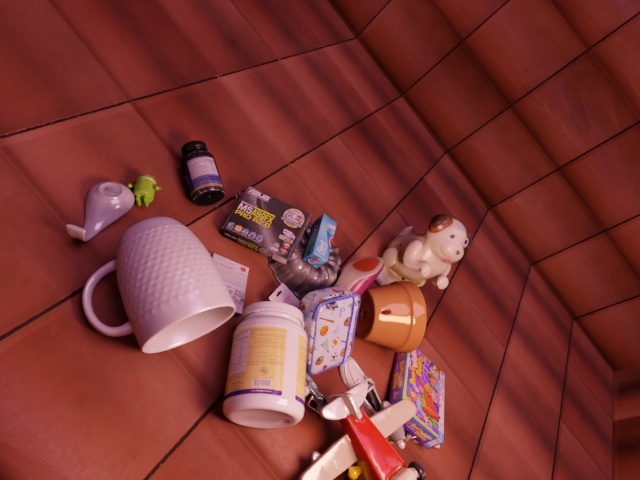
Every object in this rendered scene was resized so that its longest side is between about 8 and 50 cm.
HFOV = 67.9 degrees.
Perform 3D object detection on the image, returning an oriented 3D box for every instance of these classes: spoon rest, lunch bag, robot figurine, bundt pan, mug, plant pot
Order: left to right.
[{"bbox_3d":[-0.666,-0.089,1.430,0.137,0.084,0.276,21,38,-5],"label":"spoon rest"},{"bbox_3d":[-0.582,-0.169,1.572,0.101,0.067,0.115,3,58,-6],"label":"robot figurine"},{"bbox_3d":[-0.476,0.128,1.347,0.373,0.276,0.328,-23,73,-18],"label":"mug"},{"bbox_3d":[-0.044,0.063,1.885,0.330,0.124,0.331,25,48,-31],"label":"bundt pan"},{"bbox_3d":[0.031,0.306,1.674,0.243,0.304,0.115,-5,22,-42],"label":"lunch bag"},{"bbox_3d":[0.261,0.303,1.914,0.203,0.291,0.291,6,58,-22],"label":"plant pot"}]

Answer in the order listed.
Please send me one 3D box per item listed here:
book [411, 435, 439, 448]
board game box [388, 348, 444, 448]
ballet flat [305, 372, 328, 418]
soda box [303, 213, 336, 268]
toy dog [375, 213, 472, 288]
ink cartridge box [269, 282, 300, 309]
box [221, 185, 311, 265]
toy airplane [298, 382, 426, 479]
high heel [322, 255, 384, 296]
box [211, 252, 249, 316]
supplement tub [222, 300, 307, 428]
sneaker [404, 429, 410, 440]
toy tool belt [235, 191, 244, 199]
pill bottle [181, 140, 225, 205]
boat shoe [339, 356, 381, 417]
[{"bbox_3d":[0.421,0.773,1.909,0.144,0.035,0.096,26,51,-28],"label":"book"},{"bbox_3d":[0.393,0.613,1.915,0.233,0.078,0.347,43,32,-13],"label":"board game box"},{"bbox_3d":[-0.030,0.528,1.626,0.188,0.070,0.070,51,40,1],"label":"ballet flat"},{"bbox_3d":[0.000,0.000,1.823,0.071,0.067,0.210,36,44,-20],"label":"soda box"},{"bbox_3d":[0.500,0.057,2.189,0.284,0.408,0.396,39,43,-17],"label":"toy dog"},{"bbox_3d":[-0.119,0.257,1.723,0.181,0.061,0.104,50,41,-6],"label":"ink cartridge box"},{"bbox_3d":[-0.198,-0.058,1.759,0.269,0.060,0.216,25,60,1],"label":"box"},{"bbox_3d":[0.132,0.668,1.540,0.385,0.272,0.385,16,48,-7],"label":"toy airplane"},{"bbox_3d":[0.117,0.205,1.872,0.377,0.182,0.127,-29,43,-31],"label":"high heel"},{"bbox_3d":[-0.324,0.152,1.620,0.145,0.038,0.186,26,49,-29],"label":"box"},{"bbox_3d":[-0.161,0.380,1.462,0.241,0.241,0.332,26,47,-29],"label":"supplement tub"},{"bbox_3d":[0.321,0.716,1.847,0.057,0.047,0.119,29,38,-18],"label":"sneaker"},{"bbox_3d":[-0.292,-0.163,1.857,0.052,0.051,0.083,-10,70,-47],"label":"toy tool belt"},{"bbox_3d":[-0.432,-0.246,1.727,0.122,0.122,0.219,-2,64,-45],"label":"pill bottle"},{"bbox_3d":[0.161,0.551,1.768,0.096,0.088,0.268,-8,69,-46],"label":"boat shoe"}]
